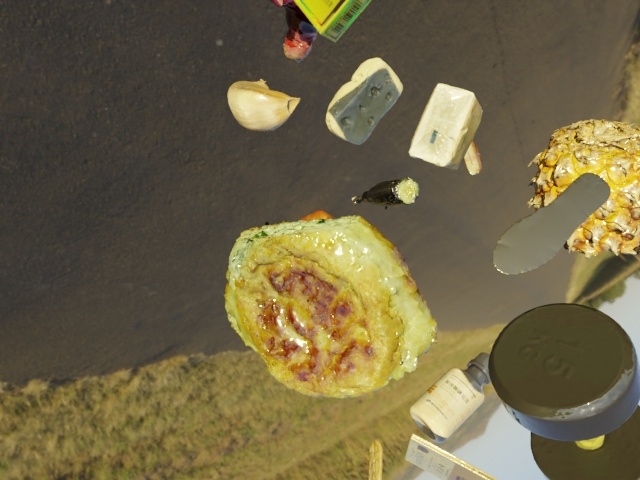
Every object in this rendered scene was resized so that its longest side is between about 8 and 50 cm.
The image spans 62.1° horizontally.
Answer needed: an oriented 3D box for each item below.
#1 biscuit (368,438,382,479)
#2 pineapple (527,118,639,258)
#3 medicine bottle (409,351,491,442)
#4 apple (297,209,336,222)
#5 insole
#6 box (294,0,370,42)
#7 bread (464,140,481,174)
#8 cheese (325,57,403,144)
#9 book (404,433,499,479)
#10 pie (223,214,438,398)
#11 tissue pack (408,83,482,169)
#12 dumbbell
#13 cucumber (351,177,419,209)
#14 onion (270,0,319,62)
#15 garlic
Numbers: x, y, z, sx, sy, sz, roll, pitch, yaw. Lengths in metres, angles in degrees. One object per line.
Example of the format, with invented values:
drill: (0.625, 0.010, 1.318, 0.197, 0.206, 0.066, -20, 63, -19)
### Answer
biscuit: (0.139, 0.584, 1.352, 0.018, 0.147, 0.071, 10, 160, -13)
pineapple: (0.713, -0.141, 1.358, 0.352, 0.352, 0.300, -26, 127, -31)
medicine bottle: (0.348, 0.385, 1.338, 0.252, 0.114, 0.114, -36, 159, -19)
apple: (-0.003, -0.002, 1.532, 0.156, 0.158, 0.147, -25, -175, 12)
insole: (0.502, -0.036, 1.152, 0.322, 0.109, 0.007, -39, 166, -9)
box: (0.049, -0.499, 0.971, 0.220, 0.141, 0.064, -42, 158, 25)
bread: (0.463, -0.258, 1.621, 0.043, 0.108, 0.062, -15, -170, 35)
cheese: (0.132, -0.416, 1.609, 0.263, 0.093, 0.159, -50, 126, -2)
book: (0.275, 0.487, 1.129, 0.016, 0.199, 0.138, -52, 156, -33)
pie: (-0.002, 0.108, 0.830, 0.355, 0.288, 0.103, -3, -161, 22)
tissue pack: (0.258, -0.222, 1.072, 0.196, 0.092, 0.148, -18, 130, -69)
dumbbell: (0.413, 0.271, 0.848, 0.204, 0.204, 0.322, -38, 124, -4)
cucumber: (0.087, -0.062, 0.735, 0.043, 0.038, 0.163, -24, -174, -11)
onion: (-0.019, -0.716, 1.505, 0.398, 0.398, 0.420, -28, 137, -29)
garlic: (-0.211, -0.458, 1.761, 0.196, 0.338, 0.151, -18, 121, -19)
